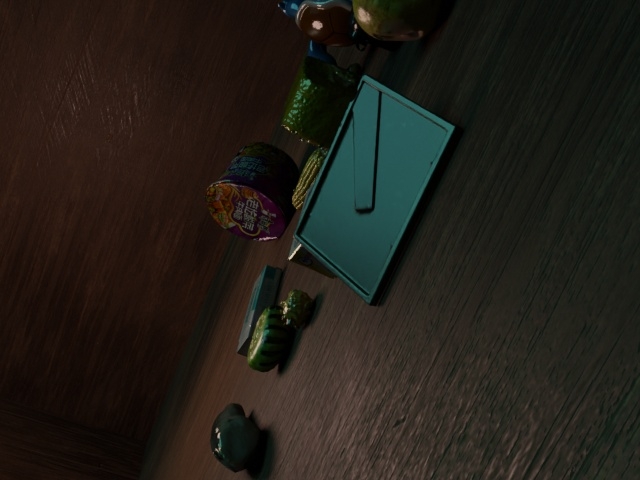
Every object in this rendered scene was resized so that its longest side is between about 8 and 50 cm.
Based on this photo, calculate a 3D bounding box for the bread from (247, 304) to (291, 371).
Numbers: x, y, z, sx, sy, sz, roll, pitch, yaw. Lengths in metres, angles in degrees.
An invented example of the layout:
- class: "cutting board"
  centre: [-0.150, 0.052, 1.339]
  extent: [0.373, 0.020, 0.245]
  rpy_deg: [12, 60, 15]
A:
- class: "bread"
  centre: [-0.104, 0.208, 1.732]
  extent: [0.130, 0.071, 0.139]
  rpy_deg: [121, 164, -53]

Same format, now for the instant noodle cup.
- class: "instant noodle cup"
  centre: [-0.182, -0.149, 2.375]
  extent: [0.251, 0.251, 0.190]
  rpy_deg: [-54, 10, 53]

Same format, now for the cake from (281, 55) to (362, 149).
- class: "cake"
  centre: [0.023, -0.290, 1.756]
  extent: [0.260, 0.179, 0.156]
  rpy_deg: [-85, 19, -63]

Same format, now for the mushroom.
- class: "mushroom"
  centre: [-0.183, 0.405, 1.704]
  extent: [0.351, 0.097, 0.109]
  rpy_deg: [160, 130, -79]

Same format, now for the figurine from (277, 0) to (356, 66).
- class: "figurine"
  centre: [0.039, -0.557, 1.976]
  extent: [0.416, 0.297, 0.243]
  rpy_deg: [126, 142, -47]

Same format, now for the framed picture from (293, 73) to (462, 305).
- class: "framed picture"
  centre: [0.072, -0.080, 1.236]
  extent: [0.211, 0.020, 0.290]
  rpy_deg: [40, 114, 40]

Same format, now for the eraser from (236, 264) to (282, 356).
- class: "eraser"
  centre: [-0.152, 0.176, 2.077]
  extent: [0.095, 0.052, 0.225]
  rpy_deg: [126, 161, -49]

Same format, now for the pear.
- class: "pear"
  centre: [0.140, -0.434, 1.489]
  extent: [0.178, 0.178, 0.178]
  rpy_deg: [-159, 90, -79]

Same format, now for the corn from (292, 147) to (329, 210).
- class: "corn"
  centre: [-0.016, -0.146, 1.962]
  extent: [0.206, 0.067, 0.067]
  rpy_deg: [122, 164, -48]

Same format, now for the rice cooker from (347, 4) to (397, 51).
- class: "rice cooker"
  centre: [0.132, -0.493, 1.744]
  extent: [0.142, 0.118, 0.203]
  rpy_deg: [-100, 33, -68]

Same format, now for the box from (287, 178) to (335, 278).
- class: "box"
  centre: [0.040, -0.061, 1.458]
  extent: [0.265, 0.097, 0.168]
  rpy_deg: [129, 159, -59]

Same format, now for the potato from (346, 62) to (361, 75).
- class: "potato"
  centre: [0.072, -0.405, 2.071]
  extent: [0.046, 0.045, 0.092]
  rpy_deg: [43, 121, 33]

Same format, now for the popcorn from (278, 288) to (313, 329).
- class: "popcorn"
  centre: [-0.048, 0.136, 1.633]
  extent: [0.082, 0.057, 0.083]
  rpy_deg: [-48, 20, 46]
